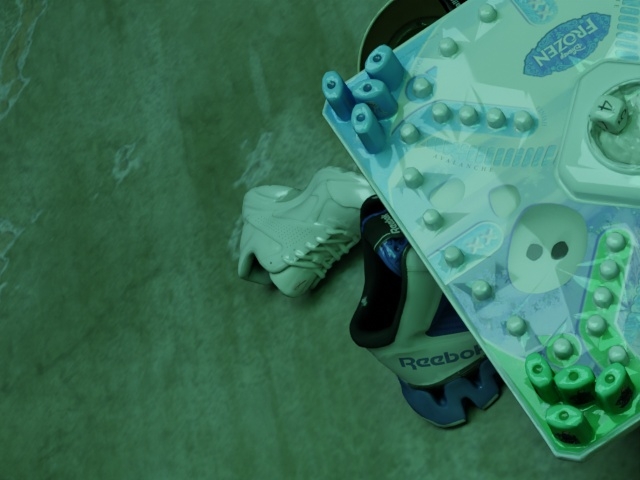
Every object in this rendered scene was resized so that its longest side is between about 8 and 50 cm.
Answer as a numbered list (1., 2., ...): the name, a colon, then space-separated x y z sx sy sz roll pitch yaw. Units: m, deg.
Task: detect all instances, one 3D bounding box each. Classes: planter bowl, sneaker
1. planter bowl: 0.110 -0.165 1.835 0.162 0.162 0.109 -53 9 3
2. sneaker: 0.000 0.000 1.884 0.232 0.090 0.115 -16 56 54
3. sneaker: 0.139 0.005 1.613 0.315 0.182 0.127 -46 36 12

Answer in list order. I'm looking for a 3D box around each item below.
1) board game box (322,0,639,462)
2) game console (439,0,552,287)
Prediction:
1. board game box: 0.242 -0.088 1.478 0.390 0.050 0.390 -34 58 1
2. game console: 0.194 -0.120 1.590 0.213 0.044 0.361 -24 58 -10
